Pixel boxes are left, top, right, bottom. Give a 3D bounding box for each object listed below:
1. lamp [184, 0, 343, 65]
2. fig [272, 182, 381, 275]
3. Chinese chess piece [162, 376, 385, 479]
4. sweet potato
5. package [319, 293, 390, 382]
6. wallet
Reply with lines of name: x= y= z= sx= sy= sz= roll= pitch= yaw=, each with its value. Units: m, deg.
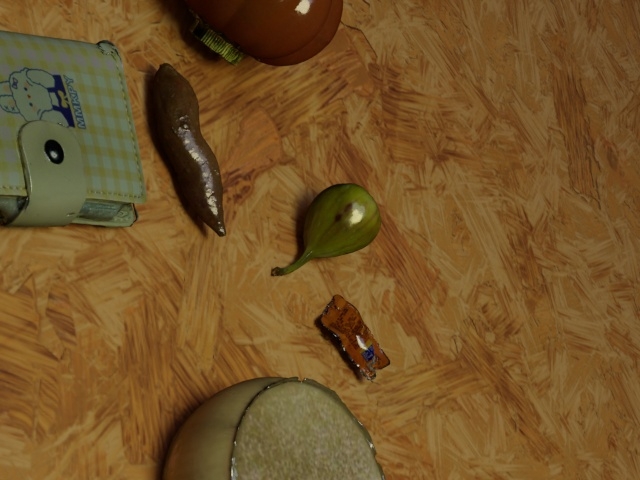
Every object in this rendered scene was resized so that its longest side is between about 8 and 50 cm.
lamp: x=-0.073 y=-0.310 z=1.894 sx=0.223 sy=0.196 sz=0.223 roll=39 pitch=7 yaw=-6
fig: x=-0.005 y=-0.012 z=1.934 sx=0.166 sy=0.093 sz=0.093 roll=-25 pitch=90 yaw=-16
Chinese chess piece: x=-0.044 y=0.280 z=1.673 sx=0.270 sy=0.112 sz=0.270 roll=26 pitch=53 yaw=-40
sweet potato: x=-0.153 y=-0.106 z=1.803 sx=0.065 sy=0.051 sz=0.218 roll=-5 pitch=74 yaw=-54
package: x=0.044 y=0.122 z=1.933 sx=0.111 sy=0.033 sz=0.077 roll=55 pitch=47 yaw=-7
wallet: x=-0.312 y=-0.122 z=1.609 sx=0.309 sy=0.077 sz=0.223 roll=1 pitch=66 yaw=-51
